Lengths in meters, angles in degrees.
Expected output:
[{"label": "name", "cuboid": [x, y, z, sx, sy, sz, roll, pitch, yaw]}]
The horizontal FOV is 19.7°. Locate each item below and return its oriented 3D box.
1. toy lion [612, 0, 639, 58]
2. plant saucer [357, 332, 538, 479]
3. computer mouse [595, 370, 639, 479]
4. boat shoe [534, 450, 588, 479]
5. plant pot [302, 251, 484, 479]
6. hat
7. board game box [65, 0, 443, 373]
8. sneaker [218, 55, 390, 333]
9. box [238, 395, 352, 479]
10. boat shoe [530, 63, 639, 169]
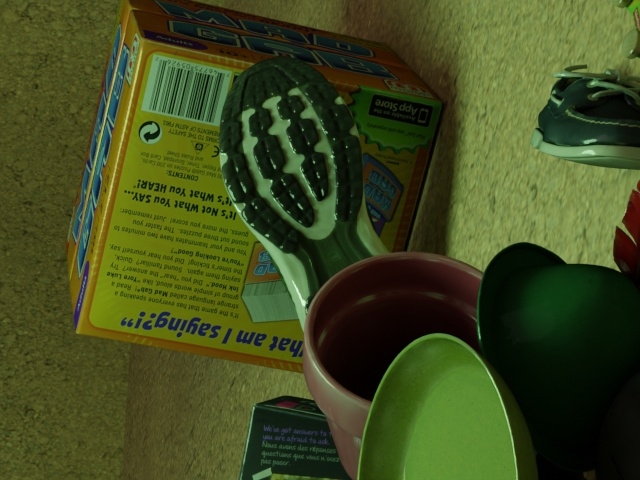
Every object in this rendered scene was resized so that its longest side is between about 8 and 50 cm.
[{"label": "toy lion", "cuboid": [0.278, -0.206, 1.497, 0.096, 0.034, 0.100, 125, 154, -43]}, {"label": "plant saucer", "cuboid": [0.094, 0.188, 1.325, 0.241, 0.037, 0.241, -21, 67, 62]}, {"label": "computer mouse", "cuboid": [0.240, 0.173, 1.247, 0.272, 0.072, 0.188, -101, 24, -58]}, {"label": "boat shoe", "cuboid": [0.155, 0.215, 1.445, 0.130, 0.132, 0.355, -36, 38, 3]}, {"label": "plant pot", "cuboid": [0.082, 0.140, 1.726, 0.180, 0.201, 0.201, 92, 177, -47]}, {"label": "hat", "cuboid": [0.231, 0.053, 1.336, 0.183, 0.208, 0.173, -22, 28, 38]}, {"label": "board game box", "cuboid": [-0.098, -0.076, 2.256, 0.356, 0.356, 0.356, -120, 43, -70]}, {"label": "sneaker", "cuboid": [0.000, 0.000, 2.020, 0.182, 0.158, 0.410, 87, 163, -80]}, {"label": "box", "cuboid": [-0.016, 0.312, 1.969, 0.165, 0.143, 0.270, 12, -91, -81]}, {"label": "boat shoe", "cuboid": [0.227, -0.099, 1.481, 0.254, 0.095, 0.079, -74, -3, -85]}]
